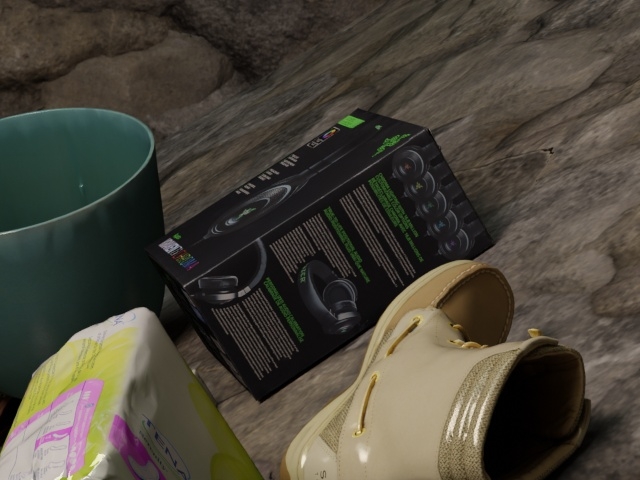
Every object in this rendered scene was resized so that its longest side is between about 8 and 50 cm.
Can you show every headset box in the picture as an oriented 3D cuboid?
[{"bbox_3d":[0.000,0.000,1.847,0.283,0.131,0.246,-33,14,-7],"label":"headset box"}]

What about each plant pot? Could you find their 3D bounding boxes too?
[{"bbox_3d":[-0.297,0.026,2.091,0.293,0.235,0.293,-8,28,4],"label":"plant pot"}]

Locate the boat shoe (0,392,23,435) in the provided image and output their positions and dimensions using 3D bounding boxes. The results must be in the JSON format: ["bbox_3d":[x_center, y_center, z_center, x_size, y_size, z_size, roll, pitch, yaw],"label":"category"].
[{"bbox_3d":[-0.333,0.170,2.161,0.060,0.064,0.178,16,34,25],"label":"boat shoe"}]

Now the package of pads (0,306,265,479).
[{"bbox_3d":[-0.103,0.184,1.203,0.101,0.229,0.296,-30,13,8],"label":"package of pads"}]

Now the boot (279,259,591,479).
[{"bbox_3d":[0.110,0.092,1.345,0.203,0.095,0.262,-18,21,47],"label":"boot"}]

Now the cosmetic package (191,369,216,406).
[{"bbox_3d":[-0.130,0.163,1.747,0.060,0.041,0.115,-30,13,7],"label":"cosmetic package"}]
